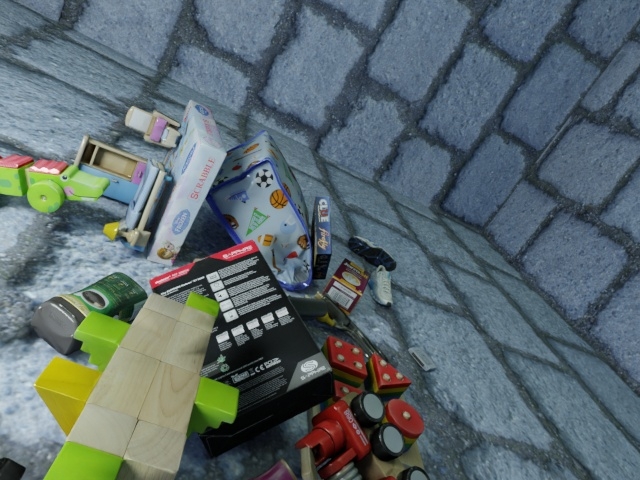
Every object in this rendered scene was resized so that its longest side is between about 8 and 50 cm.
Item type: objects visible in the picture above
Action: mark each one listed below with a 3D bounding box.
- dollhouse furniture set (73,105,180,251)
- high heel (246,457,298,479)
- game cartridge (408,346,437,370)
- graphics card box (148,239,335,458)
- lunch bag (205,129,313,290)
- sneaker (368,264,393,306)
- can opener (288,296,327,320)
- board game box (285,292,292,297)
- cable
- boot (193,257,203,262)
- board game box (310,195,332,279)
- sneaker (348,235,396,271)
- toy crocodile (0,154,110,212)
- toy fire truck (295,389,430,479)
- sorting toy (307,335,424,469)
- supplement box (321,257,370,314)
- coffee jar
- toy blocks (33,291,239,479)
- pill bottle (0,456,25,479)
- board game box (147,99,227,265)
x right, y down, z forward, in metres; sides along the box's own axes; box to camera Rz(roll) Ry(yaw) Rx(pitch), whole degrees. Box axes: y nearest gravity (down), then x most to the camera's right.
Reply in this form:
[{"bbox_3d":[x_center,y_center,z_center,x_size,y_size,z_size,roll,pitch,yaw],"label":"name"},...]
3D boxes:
[{"bbox_3d":[-0.464,-0.170,1.103,0.198,0.287,0.303,20,12,-27],"label":"dollhouse furniture set"},{"bbox_3d":[-0.035,0.442,0.657,0.117,0.082,0.244,-31,76,-24],"label":"high heel"},{"bbox_3d":[0.299,0.345,1.373,0.056,0.017,0.083,6,32,-42],"label":"game cartridge"},{"bbox_3d":[-0.157,0.172,0.872,0.232,0.094,0.371,-22,44,-18],"label":"graphics card box"},{"bbox_3d":[-0.149,-0.074,1.369,0.386,0.238,0.328,59,9,-27],"label":"lunch bag"},{"bbox_3d":[0.212,0.148,1.606,0.071,0.083,0.191,24,23,-23],"label":"sneaker"},{"bbox_3d":[-0.099,0.172,1.090,0.280,0.074,0.093,6,68,-46],"label":"can opener"},{"bbox_3d":[-0.159,0.160,1.144,0.136,0.030,0.259,34,21,12],"label":"board game box"},{"bbox_3d":[0.060,0.239,1.271,0.287,0.072,0.139,46,5,5],"label":"cable"},{"bbox_3d":[-0.280,0.089,1.124,0.118,0.042,0.087,29,28,14],"label":"boot"},{"bbox_3d":[0.000,0.000,1.337,0.042,0.243,0.165,0,70,-4],"label":"board game box"},{"bbox_3d":[0.211,0.042,1.846,0.211,0.080,0.081,36,24,10],"label":"sneaker"},{"bbox_3d":[-0.624,-0.133,0.985,0.340,0.105,0.115,6,26,-6],"label":"toy crocodile"},{"bbox_3d":[0.044,0.373,0.734,0.246,0.158,0.217,-13,65,-48],"label":"toy fire truck"},{"bbox_3d":[0.102,0.336,1.019,0.255,0.089,0.257,26,21,-15],"label":"sorting toy"},{"bbox_3d":[0.081,0.137,1.448,0.104,0.081,0.188,33,20,4],"label":"supplement box"},{"bbox_3d":[-0.397,0.124,0.824,0.096,0.079,0.184,37,20,8],"label":"coffee jar"},{"bbox_3d":[-0.235,0.246,0.557,0.190,0.261,0.381,24,15,-13],"label":"toy blocks"},{"bbox_3d":[-0.429,0.223,0.473,0.219,0.123,0.123,39,18,-16],"label":"pill bottle"},{"bbox_3d":[-0.349,-0.154,1.184,0.065,0.319,0.318,19,25,-30],"label":"board game box"}]
